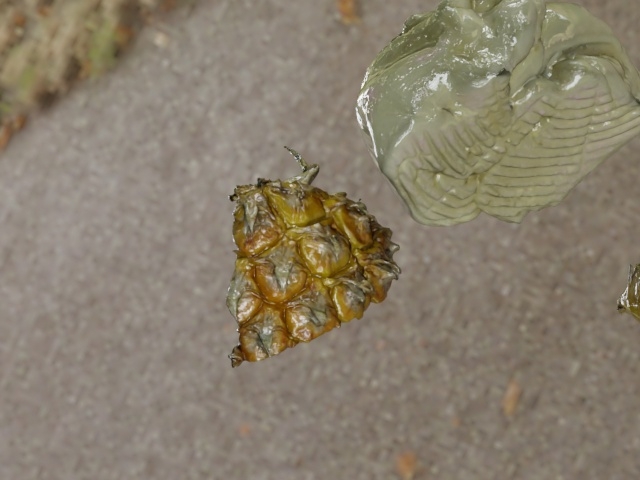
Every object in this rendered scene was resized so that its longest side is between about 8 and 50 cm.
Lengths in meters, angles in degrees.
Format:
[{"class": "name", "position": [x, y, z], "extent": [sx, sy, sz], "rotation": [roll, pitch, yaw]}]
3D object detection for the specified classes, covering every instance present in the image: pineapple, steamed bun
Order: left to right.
[{"class": "pineapple", "position": [-0.002, -0.005, 1.768], "extent": [0.161, 0.158, 0.334], "rotation": [-12, 11, 19]}, {"class": "steamed bun", "position": [0.173, -0.156, 1.805], "extent": [0.275, 0.320, 0.206], "rotation": [-56, 42, 29]}]

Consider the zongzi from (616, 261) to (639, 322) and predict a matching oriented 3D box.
[{"class": "zongzi", "position": [0.473, 0.102, 2.019], "extent": [0.197, 0.194, 0.099], "rotation": [42, 113, 52]}]
